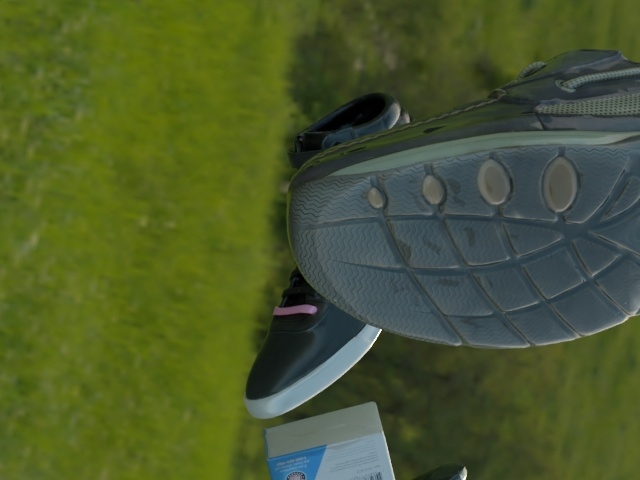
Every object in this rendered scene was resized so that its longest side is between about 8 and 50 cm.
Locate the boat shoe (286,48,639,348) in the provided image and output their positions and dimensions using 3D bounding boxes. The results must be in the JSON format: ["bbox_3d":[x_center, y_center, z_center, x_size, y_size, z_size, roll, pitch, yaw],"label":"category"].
[{"bbox_3d":[0.149,-0.032,1.009,0.130,0.355,0.132,-114,-157,-55],"label":"boat shoe"}]

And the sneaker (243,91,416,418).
[{"bbox_3d":[0.000,0.000,1.477,0.147,0.104,0.296,52,59,-25],"label":"sneaker"}]

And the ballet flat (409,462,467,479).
[{"bbox_3d":[0.105,0.316,2.113,0.173,0.057,0.049,-37,113,-25],"label":"ballet flat"}]

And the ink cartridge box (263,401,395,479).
[{"bbox_3d":[0.020,0.244,1.610,0.061,0.104,0.181,-104,-179,-67],"label":"ink cartridge box"}]
